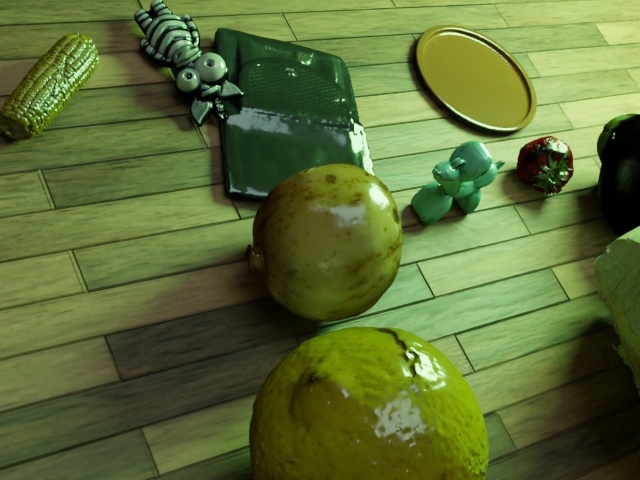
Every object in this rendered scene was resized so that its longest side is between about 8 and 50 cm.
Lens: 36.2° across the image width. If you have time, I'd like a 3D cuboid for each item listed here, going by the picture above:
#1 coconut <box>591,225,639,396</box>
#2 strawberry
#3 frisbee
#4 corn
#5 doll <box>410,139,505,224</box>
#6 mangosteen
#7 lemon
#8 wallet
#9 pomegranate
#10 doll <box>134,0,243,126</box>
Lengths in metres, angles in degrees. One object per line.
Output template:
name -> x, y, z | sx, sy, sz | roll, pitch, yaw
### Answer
coconut -> 0.608, 0.120, 1.373 | 0.404, 0.404, 0.405 | 14, 52, -19
strawberry -> 0.379, -0.131, 1.657 | 0.106, 0.106, 0.106 | 14, 52, -19
frisbee -> 0.280, -0.291, 1.759 | 0.250, 0.021, 0.251 | 14, 53, -19
corn -> -0.365, -0.213, 1.325 | 0.068, 0.068, 0.207 | 32, 49, -5
doll -> 0.210, -0.091, 1.492 | 0.159, 0.158, 0.059 | -10, 61, -40
mangosteen -> 0.590, -0.101, 1.665 | 0.287, 0.287, 0.233 | 14, 81, -19
lemon -> 0.055, 0.233, 1.102 | 0.293, 0.293, 0.293 | 14, 52, -19
wallet -> -0.039, -0.186, 1.503 | 0.247, 0.041, 0.323 | 7, 57, -23
pomegranate -> 0.000, 0.000, 1.287 | 0.215, 0.215, 0.215 | 14, 52, -19
doll -> -0.200, -0.270, 1.452 | 0.091, 0.067, 0.219 | -34, 76, -11
